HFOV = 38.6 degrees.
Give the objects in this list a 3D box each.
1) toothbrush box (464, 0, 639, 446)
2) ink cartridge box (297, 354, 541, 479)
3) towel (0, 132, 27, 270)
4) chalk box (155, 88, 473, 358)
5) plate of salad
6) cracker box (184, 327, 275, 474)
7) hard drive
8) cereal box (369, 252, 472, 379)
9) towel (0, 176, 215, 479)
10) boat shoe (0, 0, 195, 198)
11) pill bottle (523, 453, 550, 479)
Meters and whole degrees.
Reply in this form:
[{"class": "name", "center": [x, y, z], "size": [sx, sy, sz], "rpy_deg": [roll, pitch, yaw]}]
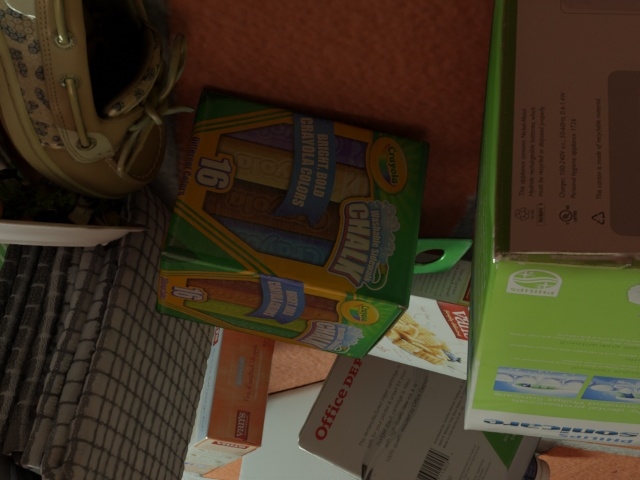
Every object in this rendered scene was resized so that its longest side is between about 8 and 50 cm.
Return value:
[{"class": "toothbrush box", "center": [0.147, -0.022, 0.502], "size": [0.122, 0.206, 0.283], "rpy_deg": [3, 156, 9]}, {"class": "ink cartridge box", "center": [0.110, 0.202, 0.981], "size": [0.219, 0.160, 0.092], "rpy_deg": [22, 167, 28]}, {"class": "towel", "center": [-0.332, 0.022, 0.747], "size": [0.038, 0.248, 0.325], "rpy_deg": [46, 165, 20]}, {"class": "chalk box", "center": [0.000, 0.000, 0.665], "size": [0.213, 0.132, 0.132], "rpy_deg": [13, 154, -5]}, {"class": "plate of salad", "center": [-0.215, -0.026, 0.615], "size": [0.199, 0.048, 0.200], "rpy_deg": [4, -178, 0]}, {"class": "cracker box", "center": [-0.123, 0.181, 1.083], "size": [0.067, 0.156, 0.232], "rpy_deg": [14, 155, -16]}, {"class": "hard drive", "center": [0.003, 0.301, 1.218], "size": [0.047, 0.233, 0.353], "rpy_deg": [25, 150, -29]}, {"class": "cereal box", "center": [0.066, 0.061, 0.813], "size": [0.240, 0.047, 0.173], "rpy_deg": [11, 154, 33]}, {"class": "towel", "center": [-0.187, 0.106, 0.782], "size": [0.121, 0.284, 0.235], "rpy_deg": [2, 154, 13]}, {"class": "boat shoe", "center": [-0.129, -0.109, 0.509], "size": [0.089, 0.105, 0.285], "rpy_deg": [5, 155, 11]}, {"class": "pill bottle", "center": [0.315, 0.369, 1.488], "size": [0.120, 0.067, 0.067], "rpy_deg": [21, 152, -29]}]
